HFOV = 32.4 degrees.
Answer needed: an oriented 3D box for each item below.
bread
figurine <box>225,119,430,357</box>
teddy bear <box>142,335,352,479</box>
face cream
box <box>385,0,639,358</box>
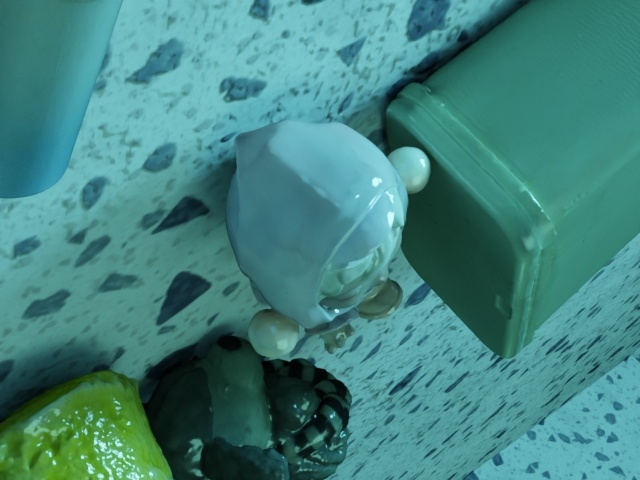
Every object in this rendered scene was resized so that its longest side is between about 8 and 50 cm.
[{"bbox_3d":[-0.196,0.207,0.869,0.197,0.170,0.197,-37,171,-6],"label":"bread"},{"bbox_3d":[0.000,0.000,0.854,0.200,0.133,0.276,-49,166,-12],"label":"figurine"},{"bbox_3d":[-0.064,0.170,1.042,0.251,0.171,0.144,10,102,-57],"label":"teddy bear"},{"bbox_3d":[-0.115,-0.129,0.466,0.077,0.077,0.250,-20,150,-43],"label":"face cream"},{"bbox_3d":[0.243,-0.099,1.020,0.344,0.177,0.352,-41,159,-9],"label":"box"}]
